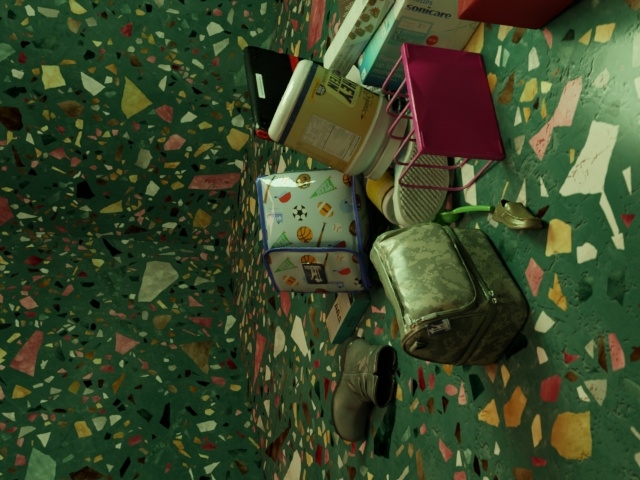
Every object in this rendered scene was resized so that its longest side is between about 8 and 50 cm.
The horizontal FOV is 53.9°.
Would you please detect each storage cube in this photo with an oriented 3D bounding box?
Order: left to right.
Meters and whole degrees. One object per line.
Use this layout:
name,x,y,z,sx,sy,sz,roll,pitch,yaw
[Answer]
storage cube,0.388,-0.537,1.206,0.193,0.214,0.184,154,118,-75

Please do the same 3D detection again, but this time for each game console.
game console,-0.057,-0.416,1.881,0.060,0.341,0.387,121,146,-45

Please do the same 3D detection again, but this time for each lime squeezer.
lime squeezer,0.309,-0.032,1.541,0.310,0.058,0.110,122,147,-51

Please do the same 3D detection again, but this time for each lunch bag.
lunch bag,-0.007,-0.025,1.943,0.239,0.327,0.386,-31,-62,-70
lunch bag,0.256,0.114,1.362,0.305,0.255,0.213,-107,28,-44

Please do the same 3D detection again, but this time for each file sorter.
file sorter,0.273,-0.282,1.487,0.182,0.201,0.291,124,145,-60

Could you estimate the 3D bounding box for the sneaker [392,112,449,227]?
sneaker,0.247,-0.171,1.619,0.150,0.135,0.366,121,166,-61

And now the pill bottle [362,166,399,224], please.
pill bottle,0.199,-0.137,1.778,0.208,0.119,0.119,-123,41,-59

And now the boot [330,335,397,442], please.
boot,0.130,0.463,1.870,0.222,0.118,0.339,-171,82,-65

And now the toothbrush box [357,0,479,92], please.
toothbrush box,0.245,-0.523,1.587,0.296,0.216,0.126,121,148,-50

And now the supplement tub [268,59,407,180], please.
supplement tub,0.045,-0.307,1.648,0.228,0.316,0.229,-156,90,-81

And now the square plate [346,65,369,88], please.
square plate,0.134,-0.637,2.084,0.347,0.049,0.344,-172,94,-71

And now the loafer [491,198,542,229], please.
loafer,0.399,-0.053,1.290,0.148,0.056,0.050,-147,57,-68

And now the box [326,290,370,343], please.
box,0.088,0.237,2.099,0.244,0.060,0.101,113,153,-43

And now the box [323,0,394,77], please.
box,0.090,-0.534,1.609,0.324,0.063,0.067,133,141,-60

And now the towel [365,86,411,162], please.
towel,0.171,-0.348,1.899,0.283,0.121,0.235,-174,88,-70

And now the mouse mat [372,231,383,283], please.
mouse mat,0.182,0.053,1.956,0.189,0.007,0.153,-163,78,-69

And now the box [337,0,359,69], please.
box,0.163,-0.611,1.806,0.166,0.168,0.203,-14,68,27
